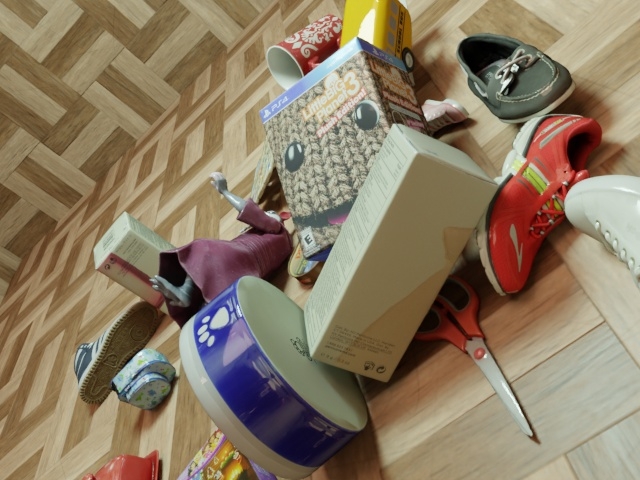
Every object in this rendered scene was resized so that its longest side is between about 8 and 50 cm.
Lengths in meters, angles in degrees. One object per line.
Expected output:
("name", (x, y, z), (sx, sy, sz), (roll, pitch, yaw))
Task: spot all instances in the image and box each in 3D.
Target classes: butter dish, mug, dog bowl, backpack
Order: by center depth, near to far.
("dog bowl", (-0.059, 0.178, 0.869), (0.104, 0.265, 0.265), (-42, 29, 10))
("butter dish", (-0.377, 0.455, 1.151), (0.160, 0.118, 0.160), (-41, 29, 15))
("backpack", (-0.362, 0.294, 1.347), (0.114, 0.105, 0.084), (-51, 50, -3))
("mug", (-0.007, -0.404, 1.407), (0.169, 0.150, 0.113), (-43, -20, -26))

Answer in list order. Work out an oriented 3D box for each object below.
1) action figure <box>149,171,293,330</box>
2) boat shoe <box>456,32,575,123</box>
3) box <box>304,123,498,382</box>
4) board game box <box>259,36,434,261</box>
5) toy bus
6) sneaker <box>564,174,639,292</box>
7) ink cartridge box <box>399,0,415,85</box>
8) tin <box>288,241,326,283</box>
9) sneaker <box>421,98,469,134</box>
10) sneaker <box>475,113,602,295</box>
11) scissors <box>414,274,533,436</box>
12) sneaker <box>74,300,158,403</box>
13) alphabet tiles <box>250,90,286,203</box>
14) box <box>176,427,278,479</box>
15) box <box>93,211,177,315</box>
("action figure", (-0.142, 0.032, 1.251), (0.275, 0.248, 0.370), (17, 38, 26))
("boat shoe", (0.289, -0.269, 1.028), (0.112, 0.095, 0.335), (-42, 18, 12))
("box", (0.095, 0.017, 0.870), (0.148, 0.121, 0.311), (-100, 33, -64))
("board game box", (0.058, -0.139, 1.075), (0.232, 0.141, 0.291), (-30, 68, 33))
("toy bus", (0.102, -0.301, 1.249), (0.108, 0.130, 0.333), (-2, 75, 36))
("sneaker", (0.339, 0.018, 0.653), (0.123, 0.106, 0.290), (-49, 29, -3))
("ink cartridge box", (0.095, -0.379, 1.478), (0.353, 0.119, 0.207), (-34, 33, 29))
("tin", (0.000, 0.000, 1.246), (0.106, 0.040, 0.190), (-10, 47, 45))
("sneaker", (0.217, -0.220, 1.185), (0.070, 0.051, 0.134), (-53, 25, -3))
("sneaker", (0.289, -0.057, 0.830), (0.118, 0.107, 0.279), (4, 61, 46))
("scissors", (0.201, 0.126, 0.813), (0.109, 0.021, 0.297), (-48, 26, -1))
("sneaker", (-0.527, 0.259, 1.629), (0.282, 0.099, 0.153), (-57, 30, -6))
("alphabet tiles", (-0.120, -0.215, 1.559), (0.284, 0.021, 0.278), (121, 160, -50))
("box", (-0.186, 0.437, 0.959), (0.293, 0.057, 0.201), (-52, 27, -3))
("box", (-0.418, 0.060, 1.567), (0.127, 0.232, 0.148), (-50, 28, 1))
